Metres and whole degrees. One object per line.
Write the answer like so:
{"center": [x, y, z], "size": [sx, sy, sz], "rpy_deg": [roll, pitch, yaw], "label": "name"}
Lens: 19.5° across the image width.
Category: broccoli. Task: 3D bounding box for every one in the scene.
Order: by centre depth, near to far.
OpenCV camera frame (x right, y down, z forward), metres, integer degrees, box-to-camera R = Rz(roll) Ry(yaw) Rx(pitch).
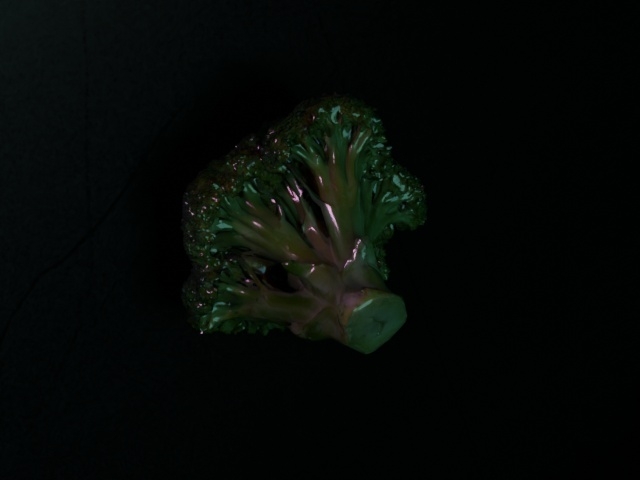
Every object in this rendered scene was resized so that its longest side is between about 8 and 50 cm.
{"center": [0.000, 0.000, 1.772], "size": [0.254, 0.269, 0.269], "rpy_deg": [-10, 111, -24], "label": "broccoli"}
